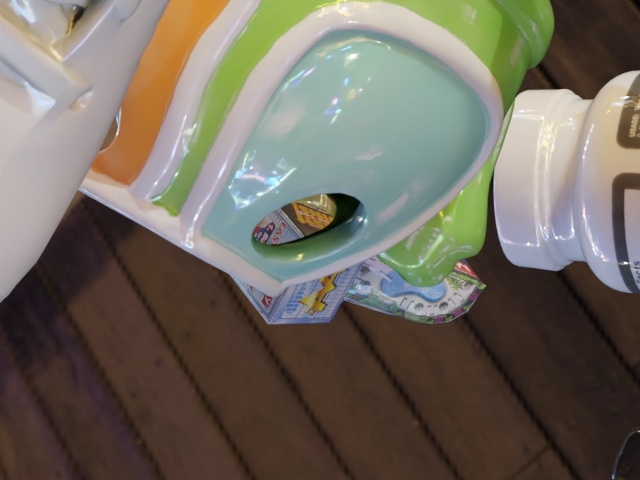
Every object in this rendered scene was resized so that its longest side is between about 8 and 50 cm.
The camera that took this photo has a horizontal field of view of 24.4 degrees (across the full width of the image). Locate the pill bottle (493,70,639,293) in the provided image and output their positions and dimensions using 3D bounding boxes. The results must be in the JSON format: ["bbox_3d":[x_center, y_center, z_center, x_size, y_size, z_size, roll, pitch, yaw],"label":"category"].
[{"bbox_3d":[0.356,-0.051,1.342,0.363,0.210,0.210,4,93,27],"label":"pill bottle"}]

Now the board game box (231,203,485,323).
[{"bbox_3d":[0.000,0.000,0.958,0.060,0.194,0.194,-61,25,18],"label":"board game box"}]

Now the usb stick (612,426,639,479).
[{"bbox_3d":[0.394,0.265,1.611,0.045,0.278,0.077,11,79,39],"label":"usb stick"}]

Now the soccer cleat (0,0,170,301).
[{"bbox_3d":[-0.049,-0.117,0.308,0.143,0.116,0.331,23,107,32],"label":"soccer cleat"}]

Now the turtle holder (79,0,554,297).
[{"bbox_3d":[-0.017,-0.095,0.753,0.243,0.320,0.227,27,86,11],"label":"turtle holder"}]
